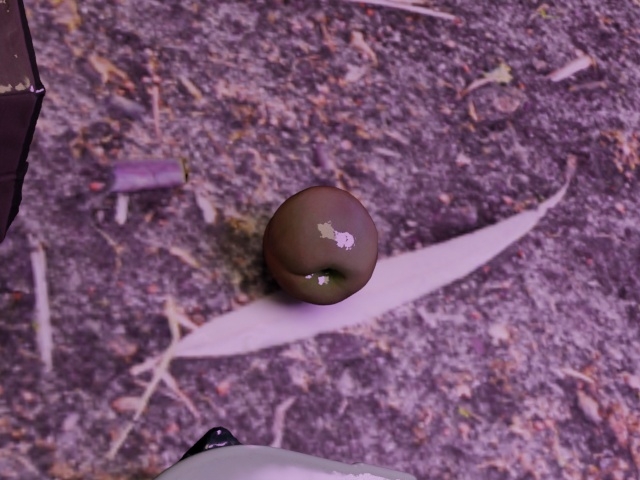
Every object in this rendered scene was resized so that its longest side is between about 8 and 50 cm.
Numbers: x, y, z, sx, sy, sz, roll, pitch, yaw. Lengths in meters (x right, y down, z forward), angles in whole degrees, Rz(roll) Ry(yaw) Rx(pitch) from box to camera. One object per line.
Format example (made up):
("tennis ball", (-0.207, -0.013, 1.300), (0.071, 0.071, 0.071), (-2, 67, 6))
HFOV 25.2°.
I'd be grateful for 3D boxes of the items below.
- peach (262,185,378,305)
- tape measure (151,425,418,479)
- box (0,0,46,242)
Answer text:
("peach", (0.000, 0.002, 0.985), (0.083, 0.083, 0.083), (11, 60, -19))
("tape measure", (-0.037, 0.284, 0.801), (0.215, 0.098, 0.351), (15, 56, -19))
("box", (-0.270, -0.138, 0.876), (0.153, 0.188, 0.252), (-5, 64, -24))
